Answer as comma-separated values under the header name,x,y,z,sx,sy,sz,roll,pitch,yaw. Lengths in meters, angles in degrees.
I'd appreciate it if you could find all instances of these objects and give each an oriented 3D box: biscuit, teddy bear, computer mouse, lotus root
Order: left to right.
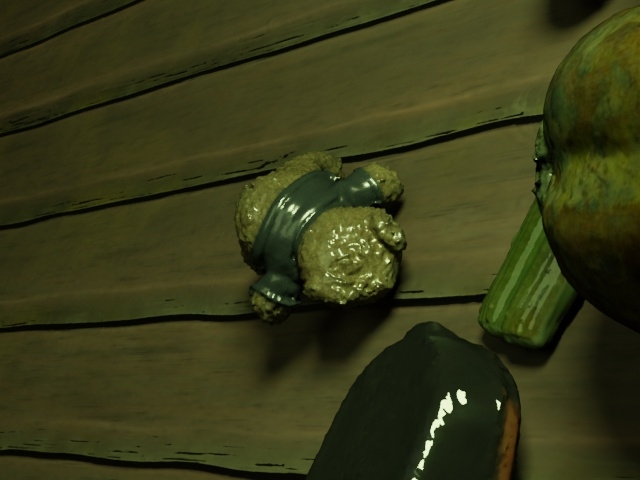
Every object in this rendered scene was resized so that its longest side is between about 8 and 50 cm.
name,x,y,z,sx,sy,sz,roll,pitch,yaw
teddy bear,-0.017,-0.009,1.455,0.182,0.129,0.251,-63,30,1
computer mouse,0.055,0.219,1.179,0.183,0.116,0.323,-4,55,56
biscuit,0.220,-0.062,1.243,0.322,0.038,0.099,-62,28,-2
lotus root,0.278,-0.049,0.958,0.346,0.250,0.250,-3,63,56
